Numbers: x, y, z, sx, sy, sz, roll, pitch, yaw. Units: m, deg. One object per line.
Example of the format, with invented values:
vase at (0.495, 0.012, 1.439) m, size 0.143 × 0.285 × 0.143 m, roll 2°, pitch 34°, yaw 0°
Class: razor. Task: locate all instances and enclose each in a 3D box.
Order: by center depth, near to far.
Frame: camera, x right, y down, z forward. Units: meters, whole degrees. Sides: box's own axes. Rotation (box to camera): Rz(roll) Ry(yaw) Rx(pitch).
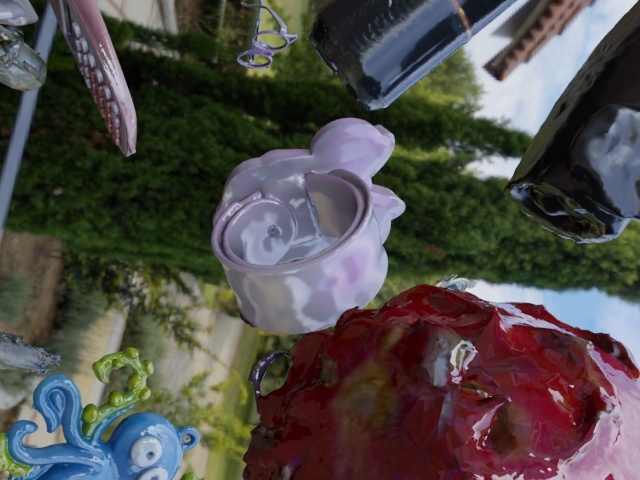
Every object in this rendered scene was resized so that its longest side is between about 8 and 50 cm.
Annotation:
razor at (0.289, -0.145, 0.590) m, size 0.327 × 0.107 × 0.189 m, roll -48°, pitch -179°, yaw -2°

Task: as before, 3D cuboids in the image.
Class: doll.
doll at (-0.360, 0.368, 1.213) m, size 0.099 × 0.341 × 0.346 m, roll 18°, pitch -61°, yaw 56°

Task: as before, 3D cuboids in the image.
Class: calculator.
calculator at (-0.353, -0.285, 1.146) m, size 0.330 × 0.048 × 0.220 m, roll 66°, pitch -20°, yaw 5°

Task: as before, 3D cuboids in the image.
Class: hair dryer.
hair dryer at (0.007, -0.287, 0.578) m, size 0.189 × 0.352 × 0.107 m, roll -40°, pitch -158°, yaw 5°

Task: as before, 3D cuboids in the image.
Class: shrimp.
shrimp at (-0.407, 0.108, 0.861) m, size 0.051 × 0.150 × 0.217 m, roll -59°, pitch 148°, yaw -4°
shrimp at (-0.520, -0.297, 1.070) m, size 0.085 × 0.247 × 0.360 m, roll -64°, pitch -153°, yaw -1°

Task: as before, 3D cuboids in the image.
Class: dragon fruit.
dragon fruit at (0.096, 0.191, 0.527) m, size 0.249 × 0.371 × 0.386 m, roll 61°, pitch 34°, yaw -46°

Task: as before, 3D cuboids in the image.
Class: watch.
watch at (0.000, 0.000, 0.876) m, size 0.217 × 0.248 × 0.211 m, roll -108°, pitch -178°, yaw -51°

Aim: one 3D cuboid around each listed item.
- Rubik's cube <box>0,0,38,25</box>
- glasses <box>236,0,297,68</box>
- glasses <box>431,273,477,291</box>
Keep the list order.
Rubik's cube at (-0.457, -0.378, 0.745) m, size 0.368 × 0.387 × 0.358 m, roll -57°, pitch -163°, yaw 10°
glasses at (-0.084, -0.328, 1.095) m, size 0.140 × 0.062 × 0.104 m, roll 153°, pitch -61°, yaw -63°
glasses at (0.211, 0.169, 1.210) m, size 0.189 × 0.088 × 0.221 m, roll 18°, pitch 66°, yaw -66°
